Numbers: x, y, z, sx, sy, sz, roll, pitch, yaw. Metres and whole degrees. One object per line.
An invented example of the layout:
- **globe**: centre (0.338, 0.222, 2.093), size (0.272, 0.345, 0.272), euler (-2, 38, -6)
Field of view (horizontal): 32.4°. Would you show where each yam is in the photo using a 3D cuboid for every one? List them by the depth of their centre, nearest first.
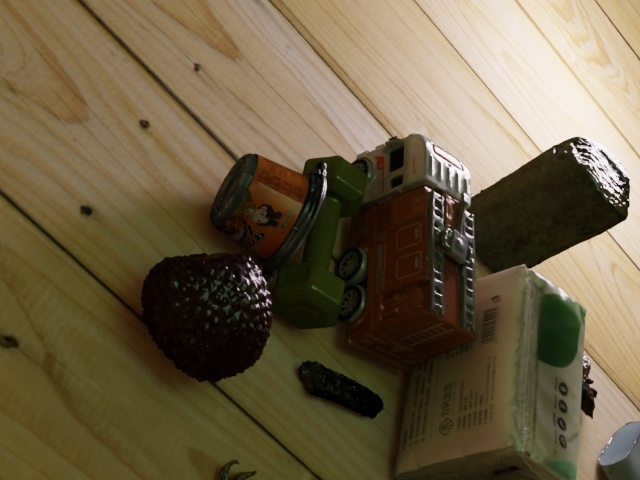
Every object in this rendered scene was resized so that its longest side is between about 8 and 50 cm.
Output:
- **yam**: centre (0.448, -0.069, 2.161), size (0.195, 0.300, 0.195), euler (36, 37, -34)

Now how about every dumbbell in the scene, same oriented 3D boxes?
- **dumbbell**: centre (0.000, 0.000, 1.773), size (0.108, 0.121, 0.302), euler (59, 33, -44)

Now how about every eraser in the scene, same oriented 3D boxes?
- **eraser**: centre (0.666, 0.508, 2.256), size (0.174, 0.081, 0.227), euler (-35, 97, -50)

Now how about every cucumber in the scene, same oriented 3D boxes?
- **cucumber**: centre (0.038, 0.238, 1.743), size (0.181, 0.053, 0.053), euler (30, 51, -38)

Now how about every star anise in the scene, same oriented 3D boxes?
- **star anise**: centre (0.526, 0.280, 2.239), size (0.124, 0.056, 0.129), euler (44, 44, -22)

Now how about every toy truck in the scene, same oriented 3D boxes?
- **toy truck**: centre (0.158, 0.006, 1.866), size (0.173, 0.207, 0.387), euler (28, 52, -36)

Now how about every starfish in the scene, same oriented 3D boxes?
- **starfish**: centre (-0.117, 0.347, 1.532), size (0.078, 0.028, 0.091), euler (60, 37, -14)

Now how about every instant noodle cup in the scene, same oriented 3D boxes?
- **instant noodle cup**: centre (-0.088, -0.054, 1.675), size (0.125, 0.177, 0.208), euler (29, 64, -18)

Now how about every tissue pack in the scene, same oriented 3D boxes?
- **tissue pack**: centre (0.284, 0.247, 1.833), size (0.194, 0.266, 0.356), euler (37, 48, -29)

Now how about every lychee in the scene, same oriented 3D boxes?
- **lychee**: centre (-0.154, 0.104, 1.514), size (0.188, 0.188, 0.188), euler (24, 54, -38)
